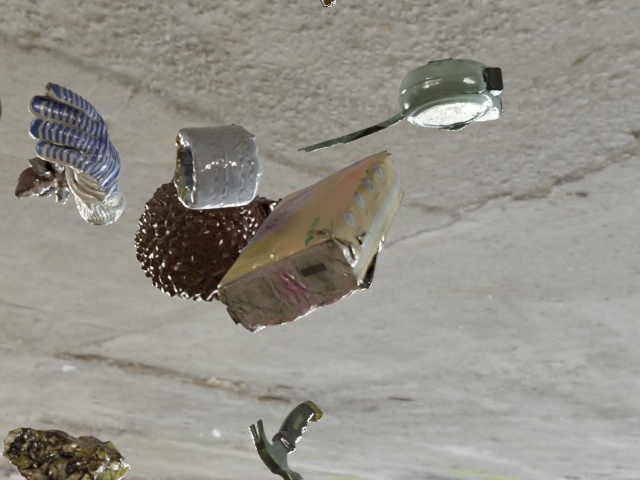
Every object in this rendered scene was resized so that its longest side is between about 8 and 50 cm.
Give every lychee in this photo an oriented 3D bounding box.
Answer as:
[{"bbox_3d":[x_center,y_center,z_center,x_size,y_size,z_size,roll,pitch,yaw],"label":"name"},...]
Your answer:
[{"bbox_3d":[-0.236,-0.012,1.657,0.330,0.306,0.306,-27,153,5],"label":"lychee"}]

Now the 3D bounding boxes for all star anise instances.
[{"bbox_3d":[-0.657,-0.163,1.966,0.237,0.093,0.229,-14,150,-20],"label":"star anise"}]

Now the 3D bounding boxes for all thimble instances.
[{"bbox_3d":[-0.167,-0.119,1.254,0.118,0.151,0.127,-4,122,-24],"label":"thimble"}]

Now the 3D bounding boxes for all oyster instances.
[{"bbox_3d":[-0.492,0.430,1.540,0.214,0.083,0.223,32,-164,11],"label":"oyster"}]

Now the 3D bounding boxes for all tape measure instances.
[{"bbox_3d":[0.115,-0.212,1.201,0.331,0.084,0.164,-7,162,9],"label":"tape measure"}]

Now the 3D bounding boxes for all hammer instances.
[{"bbox_3d":[-0.066,0.427,1.719,0.041,0.226,0.158,-37,93,30],"label":"hammer"}]

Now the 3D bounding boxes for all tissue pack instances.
[{"bbox_3d":[0.000,0.000,1.074,0.215,0.256,0.123,-23,109,30],"label":"tissue pack"}]

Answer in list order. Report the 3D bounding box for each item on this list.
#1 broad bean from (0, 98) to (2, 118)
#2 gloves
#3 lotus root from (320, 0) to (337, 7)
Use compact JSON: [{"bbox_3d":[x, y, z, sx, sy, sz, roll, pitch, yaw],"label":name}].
[{"bbox_3d":[-0.582,-0.162,1.259,0.072,0.206,0.153,27,-156,14],"label":"broad bean"},{"bbox_3d":[-0.330,-0.120,1.071,0.097,0.119,0.229,-28,140,-9],"label":"gloves"},{"bbox_3d":[0.008,-0.459,1.402,0.038,0.083,0.030,-23,152,-5],"label":"lotus root"}]
